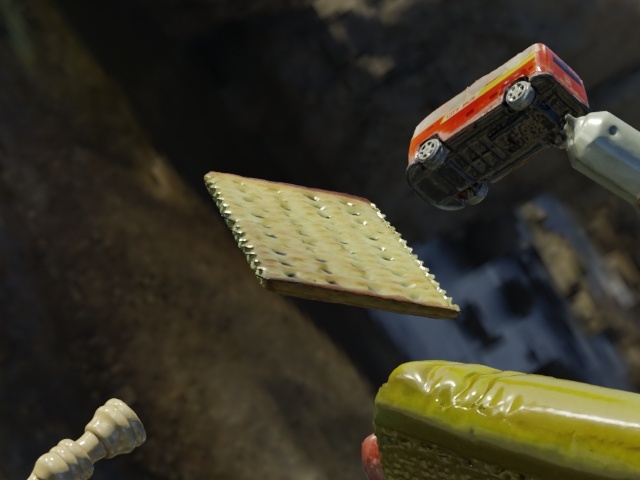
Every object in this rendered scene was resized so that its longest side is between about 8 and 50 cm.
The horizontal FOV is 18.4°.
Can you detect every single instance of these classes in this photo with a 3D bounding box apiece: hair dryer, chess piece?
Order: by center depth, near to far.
[{"bbox_3d":[0.141,-0.001,0.709,0.137,0.082,0.047,34,-30,-2],"label":"hair dryer"},{"bbox_3d":[-0.154,0.138,1.228,0.035,0.092,0.035,36,-33,29],"label":"chess piece"}]

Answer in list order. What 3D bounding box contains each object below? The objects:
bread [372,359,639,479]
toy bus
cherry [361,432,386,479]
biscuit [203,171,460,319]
[{"bbox_3d":[0.206,0.181,1.520,0.112,0.384,0.166,-32,118,-38],"label":"bread"},{"bbox_3d":[0.154,-0.101,1.751,0.079,0.174,0.077,37,35,-32],"label":"toy bus"},{"bbox_3d":[0.145,0.246,2.053,0.107,0.226,0.090,74,34,-53],"label":"cherry"},{"bbox_3d":[0.000,0.000,1.331,0.139,0.016,0.231,9,17,-17],"label":"biscuit"}]
